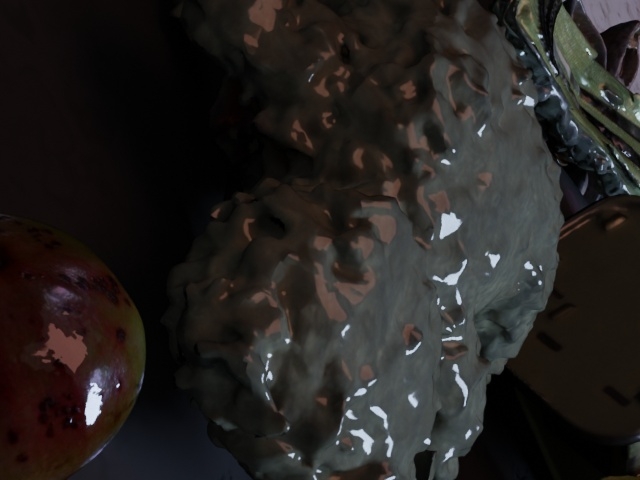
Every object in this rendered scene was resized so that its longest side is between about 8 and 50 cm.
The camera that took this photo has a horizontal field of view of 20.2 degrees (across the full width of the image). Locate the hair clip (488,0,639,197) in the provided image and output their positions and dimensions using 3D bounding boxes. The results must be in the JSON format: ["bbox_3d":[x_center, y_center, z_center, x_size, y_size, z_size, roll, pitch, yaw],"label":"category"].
[{"bbox_3d":[0.218,-0.114,1.529,0.321,0.091,0.138,43,44,-37],"label":"hair clip"}]

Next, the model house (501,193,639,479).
[{"bbox_3d":[0.236,0.146,1.475,0.205,0.218,0.279,43,-30,37],"label":"model house"}]

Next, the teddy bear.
[{"bbox_3d":[0.000,0.000,1.045,0.367,0.224,0.357,-45,114,-48],"label":"teddy bear"}]

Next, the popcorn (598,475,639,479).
[{"bbox_3d":[0.245,0.285,1.239,0.276,0.225,0.276,176,-90,-76],"label":"popcorn"}]

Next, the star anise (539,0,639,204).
[{"bbox_3d":[0.233,-0.107,1.683,0.223,0.109,0.236,-44,119,-38],"label":"star anise"}]

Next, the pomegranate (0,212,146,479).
[{"bbox_3d":[-0.143,0.069,0.745,0.129,0.129,0.159,-12,116,-66],"label":"pomegranate"}]

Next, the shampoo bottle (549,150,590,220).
[{"bbox_3d":[0.165,-0.033,1.509,0.246,0.079,0.080,46,31,-40],"label":"shampoo bottle"}]
